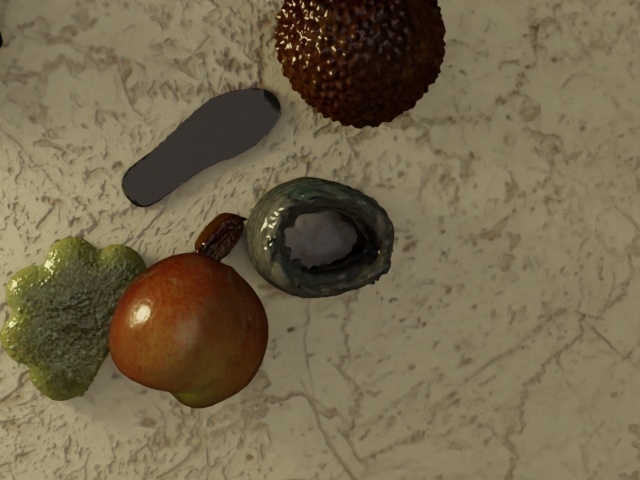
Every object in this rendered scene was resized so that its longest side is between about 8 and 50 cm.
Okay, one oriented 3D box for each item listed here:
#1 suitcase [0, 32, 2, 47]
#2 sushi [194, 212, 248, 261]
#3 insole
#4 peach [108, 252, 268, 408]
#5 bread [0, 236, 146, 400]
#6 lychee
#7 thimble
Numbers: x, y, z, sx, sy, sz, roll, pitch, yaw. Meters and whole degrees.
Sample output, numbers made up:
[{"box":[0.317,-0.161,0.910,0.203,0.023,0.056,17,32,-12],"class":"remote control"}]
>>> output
[{"box":[-0.671,-0.340,1.585,0.312,0.128,0.202,-22,96,-9],"class":"suitcase"},{"box":[-0.177,-0.003,1.724,0.052,0.055,0.120,38,80,-20],"class":"sushi"},{"box":[-0.204,-0.162,1.734,0.309,0.012,0.110,-38,99,-6],"class":"insole"},{"box":[-0.209,0.141,1.633,0.253,0.252,0.252,0,92,-10],"class":"peach"},{"box":[-0.426,0.118,1.686,0.207,0.056,0.286,26,86,-12],"class":"bread"},{"box":[0.063,-0.324,1.648,0.276,0.275,0.304,-28,128,-8],"class":"lychee"},{"box":[0.000,0.000,1.691,0.236,0.172,0.205,14,92,-17],"class":"thimble"}]
